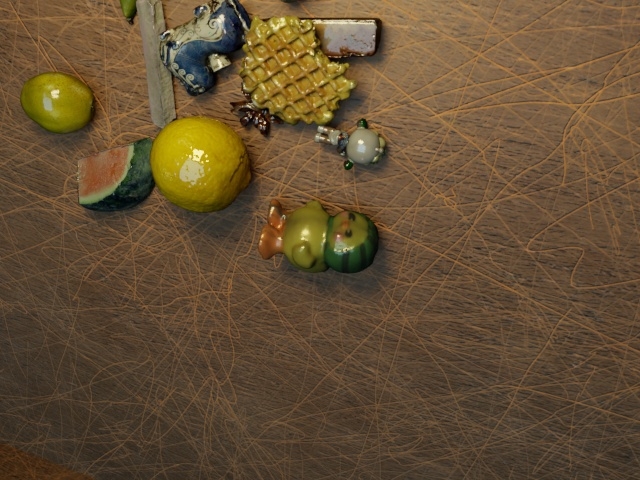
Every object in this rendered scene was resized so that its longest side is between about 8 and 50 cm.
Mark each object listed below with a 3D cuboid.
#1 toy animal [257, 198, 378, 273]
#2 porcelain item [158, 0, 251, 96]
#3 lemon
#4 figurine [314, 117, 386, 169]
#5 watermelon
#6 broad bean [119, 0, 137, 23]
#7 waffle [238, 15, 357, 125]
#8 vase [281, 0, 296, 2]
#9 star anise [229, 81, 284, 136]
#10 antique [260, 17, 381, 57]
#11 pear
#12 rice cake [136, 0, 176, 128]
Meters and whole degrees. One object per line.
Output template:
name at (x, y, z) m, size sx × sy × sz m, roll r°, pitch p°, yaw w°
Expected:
toy animal at (0.002, 0.002, 1.521) m, size 0.339 × 0.215 × 0.191 m, roll 6°, pitch 143°, yaw 10°
porcelain item at (-0.301, -0.516, 1.396) m, size 0.288 × 0.138 × 0.186 m, roll -21°, pitch 111°, yaw 25°
lemon at (-0.337, -0.213, 1.470) m, size 0.294 × 0.293 × 0.292 m, roll 6°, pitch 116°, yaw 14°
figurine at (0.084, -0.266, 1.426) m, size 0.197 × 0.093 × 0.147 m, roll 20°, pitch 96°, yaw 16°
watermelon at (-0.659, -0.212, 1.645) m, size 0.226 × 0.148 × 0.318 m, roll 43°, pitch 117°, yaw 3°
broad bean at (-0.510, -0.697, 1.421) m, size 0.071 × 0.048 × 0.213 m, roll 19°, pitch 121°, yaw -4°
waffle at (-0.066, -0.427, 1.327) m, size 0.301 × 0.058 × 0.281 m, roll 30°, pitch 133°, yaw -11°
vase at (-0.106, -0.710, 1.259) m, size 0.128 × 0.128 × 0.247 m, roll -26°, pitch 96°, yaw 25°
star anise at (-0.173, -0.372, 1.467) m, size 0.168 × 0.057 × 0.167 m, roll 6°, pitch 122°, yaw 10°
antique at (-0.001, -0.518, 1.333) m, size 0.310 × 0.087 × 0.093 m, roll 5°, pitch 117°, yaw 13°
pear at (-0.782, -0.410, 1.558) m, size 0.199 × 0.198 × 0.198 m, roll 6°, pitch 116°, yaw 14°
rice cake at (-0.464, -0.503, 1.486) m, size 0.073 × 0.056 × 0.364 m, roll 16°, pitch 121°, yaw 30°
